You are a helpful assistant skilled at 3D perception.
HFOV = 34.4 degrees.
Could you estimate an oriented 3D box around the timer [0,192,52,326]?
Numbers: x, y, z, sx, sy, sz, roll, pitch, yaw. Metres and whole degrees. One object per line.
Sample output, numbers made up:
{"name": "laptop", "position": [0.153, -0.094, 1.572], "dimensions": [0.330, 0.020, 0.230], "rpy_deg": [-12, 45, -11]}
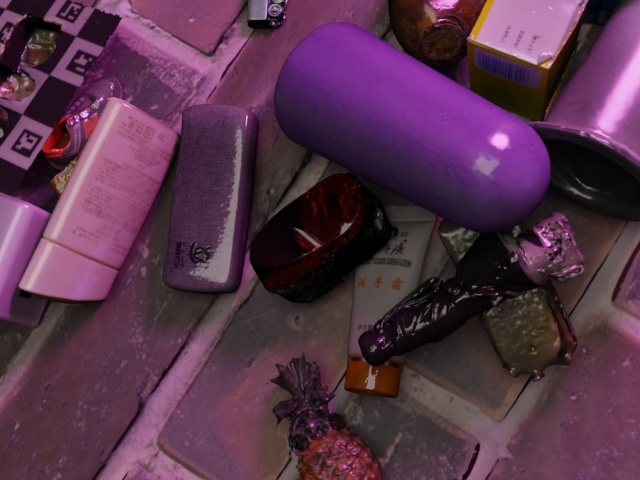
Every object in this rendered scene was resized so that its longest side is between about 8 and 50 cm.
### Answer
{"name": "timer", "position": [-0.559, 0.019, 1.736], "dimensions": [0.193, 0.194, 0.194], "rpy_deg": [19, 82, 14]}

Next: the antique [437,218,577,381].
{"name": "antique", "position": [0.293, 0.076, 1.598], "dimensions": [0.125, 0.150, 0.284], "rpy_deg": [-26, 84, 10]}

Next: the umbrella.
{"name": "umbrella", "position": [0.208, 0.073, 1.494], "dimensions": [0.358, 0.113, 0.106], "rpy_deg": [-30, 113, 11]}

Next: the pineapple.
{"name": "pineapple", "position": [-0.003, 0.302, 1.616], "dimensions": [0.128, 0.128, 0.248], "rpy_deg": [-30, 70, 4]}

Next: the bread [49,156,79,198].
{"name": "bread", "position": [-0.417, -0.096, 1.795], "dimensions": [0.083, 0.077, 0.070], "rpy_deg": [-38, 86, 1]}

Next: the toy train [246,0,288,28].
{"name": "toy train", "position": [-0.092, -0.441, 1.813], "dimensions": [0.071, 0.038, 0.147], "rpy_deg": [-1, 80, 14]}

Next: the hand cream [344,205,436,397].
{"name": "hand cream", "position": [0.109, 0.092, 1.651], "dimensions": [0.140, 0.089, 0.314], "rpy_deg": [-1, 71, 25]}

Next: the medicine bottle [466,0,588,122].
{"name": "medicine bottle", "position": [0.316, -0.298, 1.598], "dimensions": [0.141, 0.250, 0.137], "rpy_deg": [22, 83, 12]}

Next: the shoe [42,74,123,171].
{"name": "shoe", "position": [-0.419, -0.211, 1.813], "dimensions": [0.074, 0.077, 0.194], "rpy_deg": [35, 88, 16]}

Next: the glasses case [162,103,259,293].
{"name": "glasses case", "position": [-0.183, -0.071, 1.741], "dimensions": [0.131, 0.074, 0.323], "rpy_deg": [3, 80, 13]}

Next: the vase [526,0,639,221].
{"name": "vase", "position": [0.454, -0.210, 1.535], "dimensions": [0.245, 0.245, 0.291], "rpy_deg": [26, 75, 15]}

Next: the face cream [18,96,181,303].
{"name": "face cream", "position": [-0.362, -0.052, 1.728], "dimensions": [0.081, 0.173, 0.348], "rpy_deg": [22, 85, 38]}

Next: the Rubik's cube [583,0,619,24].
{"name": "Rubik's cube", "position": [0.462, -0.496, 1.599], "dimensions": [0.256, 0.259, 0.253], "rpy_deg": [13, 81, 13]}

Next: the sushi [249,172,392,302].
{"name": "sushi", "position": [0.000, 0.000, 1.644], "dimensions": [0.225, 0.126, 0.136], "rpy_deg": [-35, 53, 9]}

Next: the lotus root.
{"name": "lotus root", "position": [0.182, -0.385, 1.652], "dimensions": [0.160, 0.152, 0.274], "rpy_deg": [25, 40, -18]}

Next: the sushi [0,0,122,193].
{"name": "sushi", "position": [-0.538, -0.261, 1.846], "dimensions": [0.296, 0.100, 0.373], "rpy_deg": [21, 73, 23]}

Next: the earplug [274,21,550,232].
{"name": "earplug", "position": [0.144, -0.156, 1.537], "dimensions": [0.456, 0.215, 0.215], "rpy_deg": [36, 88, 41]}
